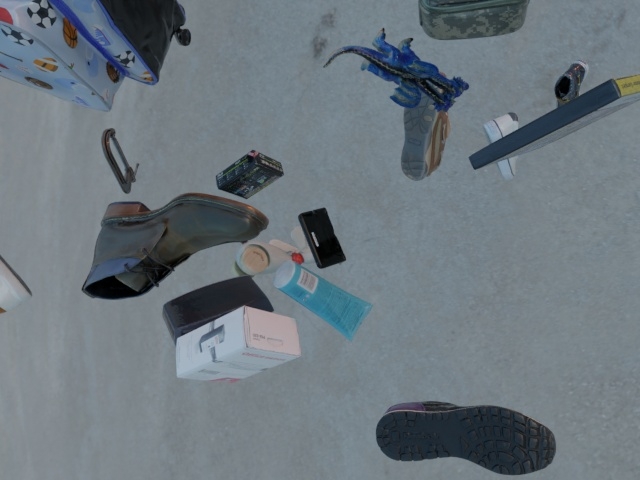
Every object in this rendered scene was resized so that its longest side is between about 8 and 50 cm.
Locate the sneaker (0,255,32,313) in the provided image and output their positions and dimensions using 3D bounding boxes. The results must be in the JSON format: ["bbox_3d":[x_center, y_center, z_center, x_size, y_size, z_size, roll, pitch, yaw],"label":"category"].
[{"bbox_3d":[-0.790,0.048,1.153,0.290,0.123,0.106,61,159,-19],"label":"sneaker"}]

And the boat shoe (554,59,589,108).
[{"bbox_3d":[0.682,-0.407,1.442,0.065,0.083,0.183,38,158,31],"label":"boat shoe"}]

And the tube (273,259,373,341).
[{"bbox_3d":[0.010,0.105,0.910,0.080,0.207,0.052,-56,33,-3],"label":"tube"}]

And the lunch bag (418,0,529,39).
[{"bbox_3d":[0.275,-0.546,0.909,0.213,0.256,0.304,0,74,14],"label":"lunch bag"}]

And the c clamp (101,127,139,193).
[{"bbox_3d":[-0.423,-0.171,1.085,0.160,0.022,0.137,81,178,-51],"label":"c clamp"}]

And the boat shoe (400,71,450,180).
[{"bbox_3d":[0.318,-0.337,1.517,0.123,0.117,0.324,38,134,40],"label":"boat shoe"}]

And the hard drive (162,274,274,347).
[{"bbox_3d":[-0.266,0.169,1.316,0.172,0.255,0.054,40,143,53],"label":"hard drive"}]

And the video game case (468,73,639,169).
[{"bbox_3d":[0.448,-0.216,0.938,0.275,0.248,0.035,-28,84,51],"label":"video game case"}]

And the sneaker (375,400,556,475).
[{"bbox_3d":[0.244,0.314,0.883,0.284,0.124,0.107,1,91,17],"label":"sneaker"}]

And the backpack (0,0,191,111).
[{"bbox_3d":[-0.317,-0.280,0.566,0.264,0.276,0.213,25,77,10],"label":"backpack"}]

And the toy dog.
[{"bbox_3d":[-0.149,0.022,1.661,0.220,0.334,0.160,-23,81,38],"label":"toy dog"}]

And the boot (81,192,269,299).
[{"bbox_3d":[-0.158,0.015,0.546,0.220,0.082,0.106,-2,59,30],"label":"boot"}]

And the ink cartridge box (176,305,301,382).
[{"bbox_3d":[-0.174,0.225,1.088,0.218,0.159,0.092,-26,58,32],"label":"ink cartridge box"}]

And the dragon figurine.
[{"bbox_3d":[0.149,-0.293,0.910,0.144,0.289,0.085,52,127,26],"label":"dragon figurine"}]

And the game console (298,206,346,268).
[{"bbox_3d":[0.000,0.000,1.088,0.071,0.107,0.122,-31,79,51],"label":"game console"}]

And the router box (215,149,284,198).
[{"bbox_3d":[-0.157,-0.144,1.146,0.123,0.092,0.038,-28,63,28],"label":"router box"}]

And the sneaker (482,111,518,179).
[{"bbox_3d":[0.505,-0.244,1.376,0.091,0.258,0.094,-25,62,15],"label":"sneaker"}]
